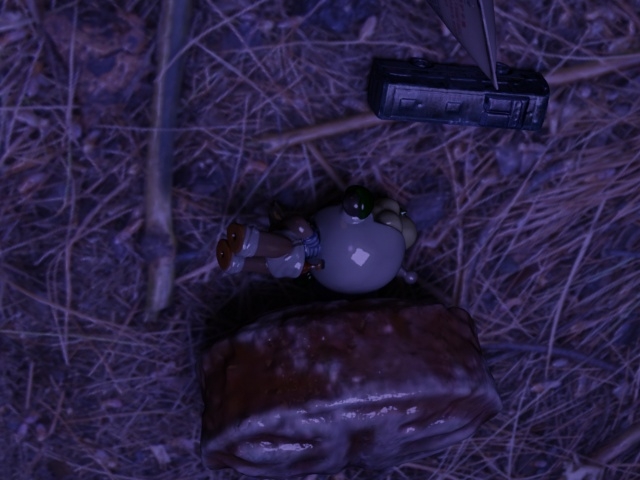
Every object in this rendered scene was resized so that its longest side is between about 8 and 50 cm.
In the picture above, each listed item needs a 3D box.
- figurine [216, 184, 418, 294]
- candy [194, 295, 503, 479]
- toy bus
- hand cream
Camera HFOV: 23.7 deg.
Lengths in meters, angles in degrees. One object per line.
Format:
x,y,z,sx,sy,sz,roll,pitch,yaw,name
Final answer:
0.000,-0.001,1.413,0.197,0.093,0.147,10,144,-25,figurine
0.022,0.139,1.457,0.289,0.157,0.214,-8,160,-9,candy
0.127,-0.131,1.389,0.166,0.065,0.047,3,118,-13,toy bus
0.102,-0.233,1.216,0.083,0.248,0.133,-17,124,0,hand cream
